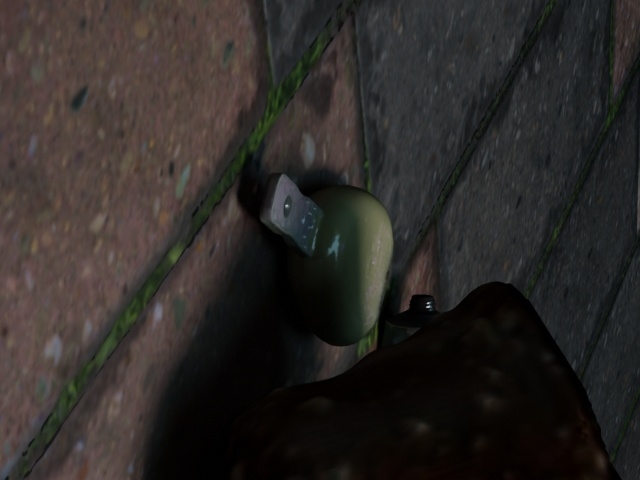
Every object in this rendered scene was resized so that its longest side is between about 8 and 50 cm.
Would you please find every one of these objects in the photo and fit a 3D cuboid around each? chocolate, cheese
[{"bbox_3d":[0.052,0.209,1.058,0.225,0.210,0.340,126,-52,-66],"label":"chocolate"},{"bbox_3d":[0.000,0.000,1.152,0.192,0.037,0.097,45,56,-67],"label":"cheese"}]

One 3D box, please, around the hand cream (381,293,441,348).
[{"bbox_3d":[0.059,0.160,1.356,0.052,0.075,0.248,2,95,-65],"label":"hand cream"}]
